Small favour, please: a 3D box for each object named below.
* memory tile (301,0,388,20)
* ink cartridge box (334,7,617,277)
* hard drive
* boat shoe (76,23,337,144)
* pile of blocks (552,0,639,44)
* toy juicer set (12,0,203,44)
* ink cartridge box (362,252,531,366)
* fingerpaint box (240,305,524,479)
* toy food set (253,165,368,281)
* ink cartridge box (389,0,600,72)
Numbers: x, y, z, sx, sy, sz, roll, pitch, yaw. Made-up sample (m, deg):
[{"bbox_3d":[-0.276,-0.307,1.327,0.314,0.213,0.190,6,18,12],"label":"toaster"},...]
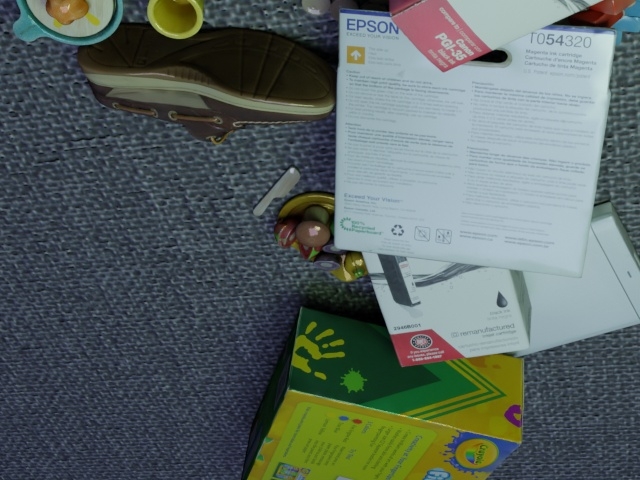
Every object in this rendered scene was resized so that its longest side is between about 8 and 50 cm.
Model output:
[{"bbox_3d":[0.039,-0.329,1.257,0.113,0.012,0.148,11,135,-3],"label":"memory tile"},{"bbox_3d":[0.182,-0.124,1.278,0.324,0.071,0.330,8,119,12],"label":"ink cartridge box"},{"bbox_3d":[0.318,0.084,1.600,0.353,0.047,0.233,-19,129,24],"label":"hard drive"},{"bbox_3d":[-0.142,-0.193,1.347,0.342,0.123,0.123,7,143,6],"label":"boat shoe"},{"bbox_3d":[0.365,-0.291,1.171,0.149,0.112,0.362,32,132,-18],"label":"pile of blocks"},{"bbox_3d":[-0.315,-0.329,1.249,0.329,0.089,0.209,-3,134,11],"label":"toy juicer set"},{"bbox_3d":[0.176,0.030,1.476,0.197,0.114,0.272,-11,117,18],"label":"ink cartridge box"},{"bbox_3d":[0.088,0.320,1.744,0.371,0.163,0.444,14,144,-6],"label":"fingerpaint box"},{"bbox_3d":[0.000,0.000,1.541,0.218,0.071,0.128,35,129,-24],"label":"toy food set"},{"bbox_3d":[0.215,-0.330,1.074,0.283,0.207,0.117,-20,141,31],"label":"ink cartridge box"}]
